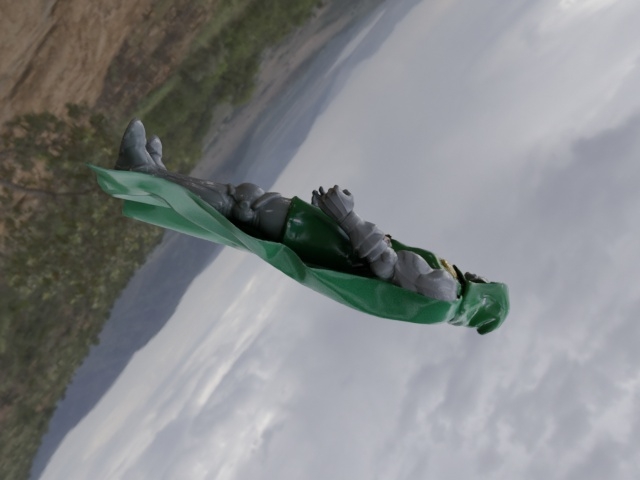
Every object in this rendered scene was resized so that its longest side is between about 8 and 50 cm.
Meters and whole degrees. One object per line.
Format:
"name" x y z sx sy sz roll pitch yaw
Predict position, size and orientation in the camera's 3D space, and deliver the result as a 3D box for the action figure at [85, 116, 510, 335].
"action figure" 0.000 0.000 0.357 0.137 0.232 0.063 -159 -89 -86
